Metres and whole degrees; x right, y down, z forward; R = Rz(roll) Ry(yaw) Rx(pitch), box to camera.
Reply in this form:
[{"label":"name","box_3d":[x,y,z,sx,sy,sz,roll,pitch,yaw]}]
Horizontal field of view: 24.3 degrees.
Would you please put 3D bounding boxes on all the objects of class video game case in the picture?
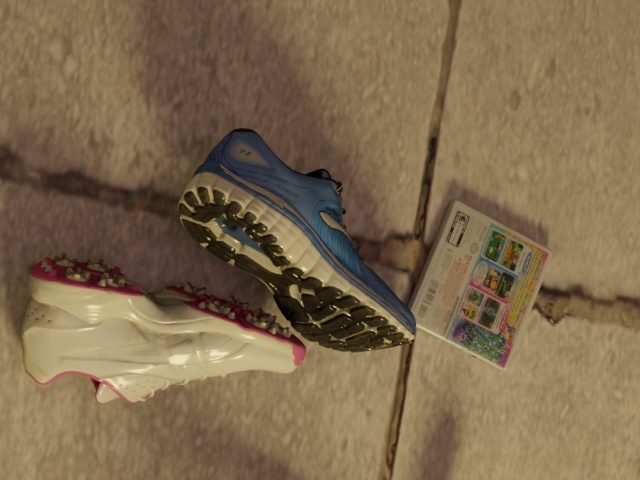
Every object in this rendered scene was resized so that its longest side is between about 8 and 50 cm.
[{"label":"video game case","box_3d":[0.185,0.053,1.732,0.143,0.019,0.157,27,77,-18]}]

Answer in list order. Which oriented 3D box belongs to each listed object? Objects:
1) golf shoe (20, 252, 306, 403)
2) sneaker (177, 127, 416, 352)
[{"label":"golf shoe","box_3d":[-0.168,0.111,1.559,0.306,0.115,0.140,15,97,-17]},{"label":"sneaker","box_3d":[0.000,0.000,1.599,0.330,0.130,0.147,45,51,-30]}]
